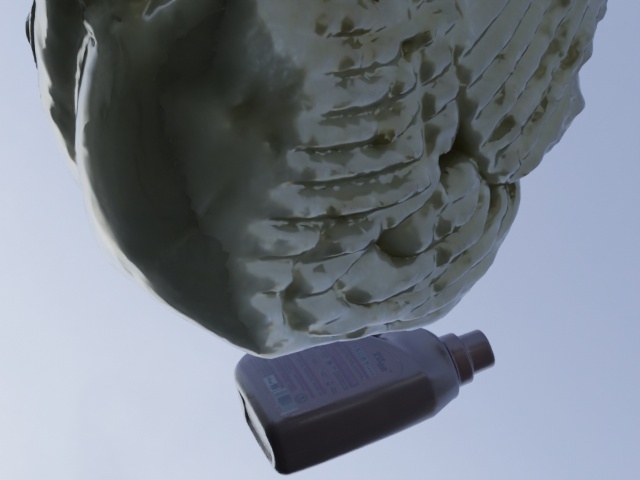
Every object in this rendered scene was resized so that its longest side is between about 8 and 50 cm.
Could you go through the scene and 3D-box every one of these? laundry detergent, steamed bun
[{"bbox_3d":[0.036,0.124,1.347,0.171,0.237,0.076,-131,-156,-54],"label":"laundry detergent"},{"bbox_3d":[-0.013,-0.118,0.601,0.203,0.276,0.289,15,-77,38],"label":"steamed bun"}]
